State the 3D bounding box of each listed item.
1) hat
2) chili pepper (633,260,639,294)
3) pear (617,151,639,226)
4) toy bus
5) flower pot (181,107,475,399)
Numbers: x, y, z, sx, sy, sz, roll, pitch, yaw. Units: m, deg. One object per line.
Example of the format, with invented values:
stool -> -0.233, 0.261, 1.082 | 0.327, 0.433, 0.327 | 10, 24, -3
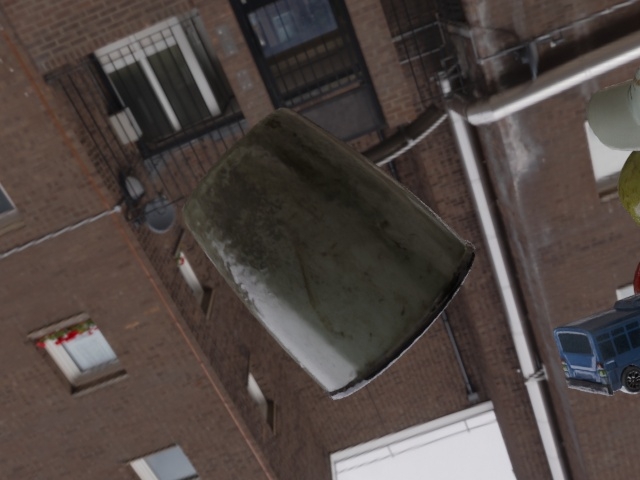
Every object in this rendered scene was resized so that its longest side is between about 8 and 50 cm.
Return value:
hat -> 0.698, -0.330, 1.223 | 0.301, 0.168, 0.257 | -1, -120, 59
chili pepper -> 0.674, 0.046, 1.160 | 0.059, 0.191, 0.050 | 20, -158, 23
pear -> 0.846, -0.130, 1.343 | 0.284, 0.283, 0.283 | -19, -155, 9
toy bus -> 0.533, 0.167, 0.982 | 0.234, 0.133, 0.116 | -16, 176, -15
flower pot -> 0.000, 0.000, 0.808 | 0.293, 0.330, 0.293 | -45, -179, 1
